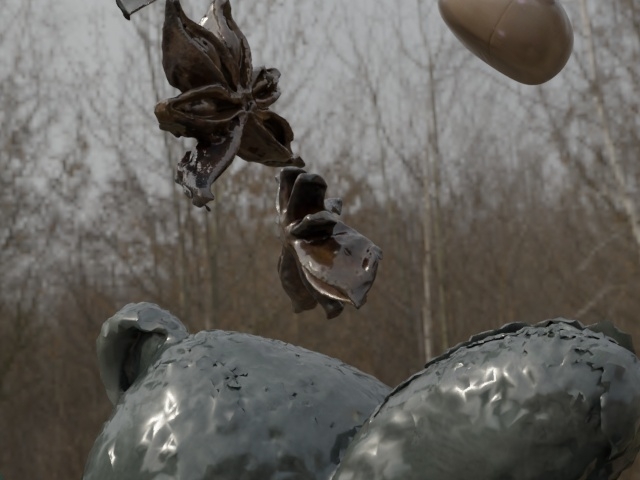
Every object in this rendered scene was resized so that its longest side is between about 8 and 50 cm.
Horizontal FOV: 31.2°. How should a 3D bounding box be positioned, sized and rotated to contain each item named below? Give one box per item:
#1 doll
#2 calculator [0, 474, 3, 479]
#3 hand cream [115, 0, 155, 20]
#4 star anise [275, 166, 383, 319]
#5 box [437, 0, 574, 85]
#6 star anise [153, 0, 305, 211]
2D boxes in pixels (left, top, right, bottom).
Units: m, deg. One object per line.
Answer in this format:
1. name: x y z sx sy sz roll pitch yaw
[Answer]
1. doll: 0.055 0.141 0.418 0.340 0.246 0.158 7 13 33
2. calculator: -0.383 0.270 0.988 0.274 0.248 0.058 -12 30 1
3. hand cream: -0.128 -0.227 0.618 0.084 0.257 0.050 -34 -27 -2
4. star anise: -0.001 0.000 1.436 0.110 0.198 0.257 -13 -5 -12
5. box: 0.196 -0.230 1.207 0.146 0.088 0.200 36 8 17
6. star anise: -0.086 -0.123 0.971 0.063 0.172 0.208 -14 9 27
